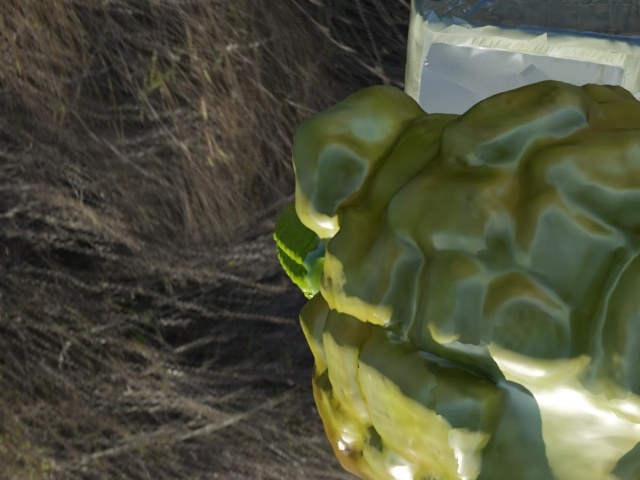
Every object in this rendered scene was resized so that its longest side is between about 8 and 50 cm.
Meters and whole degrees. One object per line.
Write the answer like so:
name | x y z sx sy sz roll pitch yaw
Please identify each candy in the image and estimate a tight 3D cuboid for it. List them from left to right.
candy | 0.000 0.000 1.062 0.096 0.209 0.097 -4 105 -14

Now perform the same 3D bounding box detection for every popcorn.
popcorn | 0.090 0.037 0.433 0.181 0.217 0.235 -56 155 -14

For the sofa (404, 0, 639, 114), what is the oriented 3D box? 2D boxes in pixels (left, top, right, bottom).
sofa | 0.186 -0.157 0.943 0.225 0.176 0.210 6 135 9
